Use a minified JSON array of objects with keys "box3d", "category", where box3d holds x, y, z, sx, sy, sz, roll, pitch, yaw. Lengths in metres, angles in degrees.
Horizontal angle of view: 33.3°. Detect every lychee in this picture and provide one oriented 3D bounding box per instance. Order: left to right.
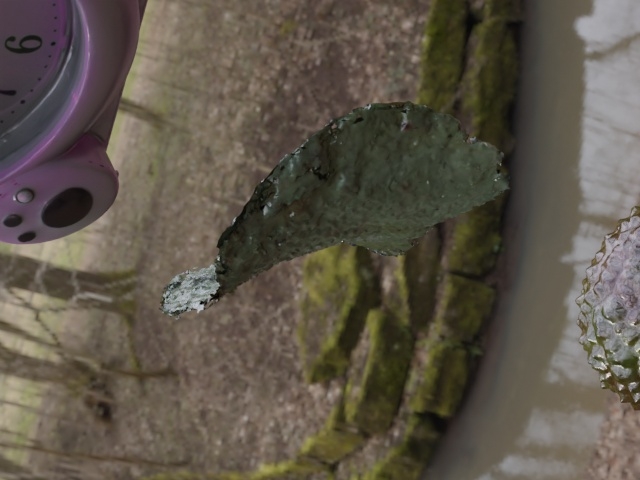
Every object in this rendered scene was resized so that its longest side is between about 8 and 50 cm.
[{"box3d":[0.399,0.065,1.098,0.320,0.270,0.270,-129,56,-73],"category":"lychee"}]

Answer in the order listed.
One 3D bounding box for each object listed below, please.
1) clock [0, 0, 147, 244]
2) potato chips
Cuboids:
[{"box3d":[-0.194,-0.091,0.460,0.090,0.248,0.227,58,140,33],"category":"clock"},{"box3d":[-0.004,-0.007,0.679,0.228,0.167,0.059,-40,62,43],"category":"potato chips"}]
